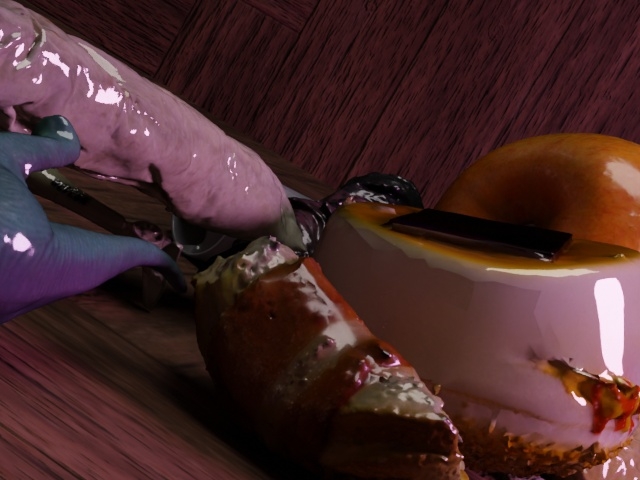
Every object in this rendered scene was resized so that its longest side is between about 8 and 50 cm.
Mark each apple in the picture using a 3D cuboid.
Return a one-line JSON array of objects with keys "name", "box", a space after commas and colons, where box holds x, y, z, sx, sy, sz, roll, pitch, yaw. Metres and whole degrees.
[{"name": "apple", "box": [0.227, 0.037, 1.261, 0.299, 0.299, 0.275, 35, -10, 35]}]

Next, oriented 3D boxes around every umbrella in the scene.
[{"name": "umbrella", "box": [0.000, 0.000, 1.168, 0.090, 0.094, 0.326, 52, 31, 8]}]

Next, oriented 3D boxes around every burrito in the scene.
[{"name": "burrito", "box": [-0.132, -0.075, 0.908, 0.117, 0.076, 0.392, 39, 5, 33]}]

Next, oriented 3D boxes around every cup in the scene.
[{"name": "cup", "box": [-0.072, -0.019, 1.280, 0.133, 0.099, 0.136, 24, 10, -40]}]

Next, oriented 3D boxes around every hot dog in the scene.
[{"name": "hot dog", "box": [-0.001, 0.090, 0.800, 0.213, 0.103, 0.146, 45, -8, 30]}]

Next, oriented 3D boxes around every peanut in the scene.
[{"name": "peanut", "box": [0.241, 0.188, 1.123, 0.083, 0.093, 0.194, 5, -5, 22]}]

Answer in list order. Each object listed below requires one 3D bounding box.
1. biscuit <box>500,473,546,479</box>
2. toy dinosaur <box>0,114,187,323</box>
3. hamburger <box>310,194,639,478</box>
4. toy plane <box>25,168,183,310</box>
[{"name": "biscuit", "box": [0.251, 0.247, 0.979, 0.250, 0.032, 0.133, 28, 7, -15]}, {"name": "toy dinosaur", "box": [-0.198, 0.013, 0.591, 0.383, 0.129, 0.331, 29, 17, -24]}, {"name": "hamburger", "box": [0.116, 0.075, 0.998, 0.294, 0.179, 0.276, 11, 7, 11]}, {"name": "toy plane", "box": [-0.221, -0.054, 0.976, 0.286, 0.092, 0.108, 30, 28, 5]}]
